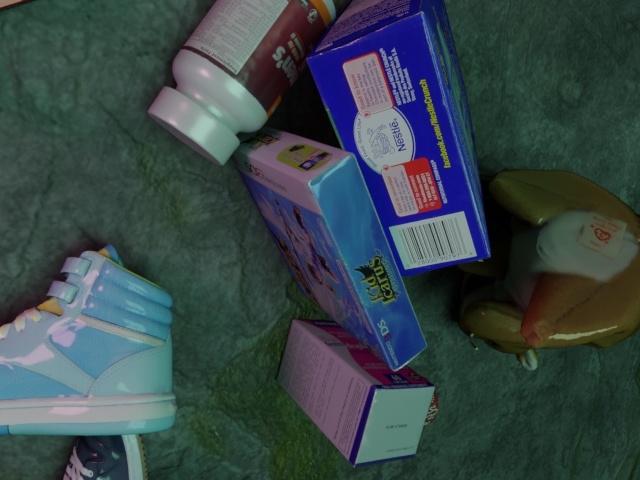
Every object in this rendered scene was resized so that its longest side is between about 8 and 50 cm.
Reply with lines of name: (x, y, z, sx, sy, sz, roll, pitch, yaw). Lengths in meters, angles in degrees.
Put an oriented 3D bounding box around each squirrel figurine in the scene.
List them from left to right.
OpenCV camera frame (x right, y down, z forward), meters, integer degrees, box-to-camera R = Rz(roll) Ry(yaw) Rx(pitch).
squirrel figurine: (0.423, 0.089, 0.863, 0.396, 0.281, 0.370, -6, 148, -5)

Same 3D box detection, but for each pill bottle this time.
pill bottle: (-0.089, -0.203, 0.578, 0.121, 0.121, 0.221, 37, 84, -36)

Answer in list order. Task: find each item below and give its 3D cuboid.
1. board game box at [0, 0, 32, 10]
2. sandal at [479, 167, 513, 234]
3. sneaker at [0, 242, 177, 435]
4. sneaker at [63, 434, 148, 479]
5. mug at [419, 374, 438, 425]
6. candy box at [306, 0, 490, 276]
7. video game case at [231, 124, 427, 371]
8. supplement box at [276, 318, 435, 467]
board game box: (-0.334, -0.348, 0.430, 0.145, 0.027, 0.281, -32, 120, -21)
sandal: (0.321, -0.087, 0.897, 0.302, 0.086, 0.120, 13, 135, -24)
sneaker: (-0.313, 0.100, 0.554, 0.318, 0.127, 0.208, 5, 74, -13)
sneaker: (-0.302, 0.314, 0.630, 0.153, 0.099, 0.282, -11, 114, -32)
mug: (0.107, 0.300, 0.904, 0.169, 0.150, 0.113, 0, 70, -37)
candy box: (0.113, -0.162, 0.616, 0.317, 0.122, 0.268, -70, 141, -52)
video game case: (0.000, 0.000, 0.627, 0.061, 0.244, 0.270, -33, 121, -14)
supplement box: (0.041, 0.209, 0.741, 0.111, 0.220, 0.114, 9, 100, -35)
